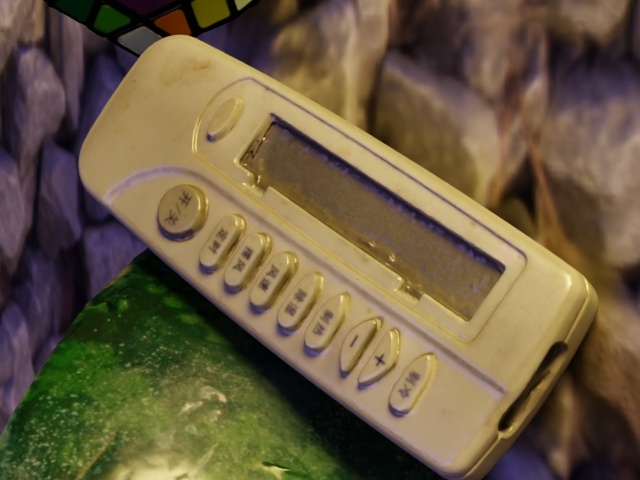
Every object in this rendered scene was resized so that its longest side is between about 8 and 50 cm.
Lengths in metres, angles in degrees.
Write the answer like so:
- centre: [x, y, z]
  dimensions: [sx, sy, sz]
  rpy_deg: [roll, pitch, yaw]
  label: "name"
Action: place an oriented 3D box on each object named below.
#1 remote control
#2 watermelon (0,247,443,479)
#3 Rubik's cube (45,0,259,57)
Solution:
- centre: [0.000, 0.000, 0.654]
  dimensions: [0.230, 0.049, 0.090]
  rpy_deg: [36, 91, 33]
  label: "remote control"
- centre: [-0.020, 0.188, 0.677]
  dimensions: [0.222, 0.319, 0.292]
  rpy_deg: [16, 119, 15]
  label: "watermelon"
- centre: [-0.074, -0.145, 0.720]
  dimensions: [0.112, 0.133, 0.133]
  rpy_deg: [-50, 52, 14]
  label: "Rubik's cube"
